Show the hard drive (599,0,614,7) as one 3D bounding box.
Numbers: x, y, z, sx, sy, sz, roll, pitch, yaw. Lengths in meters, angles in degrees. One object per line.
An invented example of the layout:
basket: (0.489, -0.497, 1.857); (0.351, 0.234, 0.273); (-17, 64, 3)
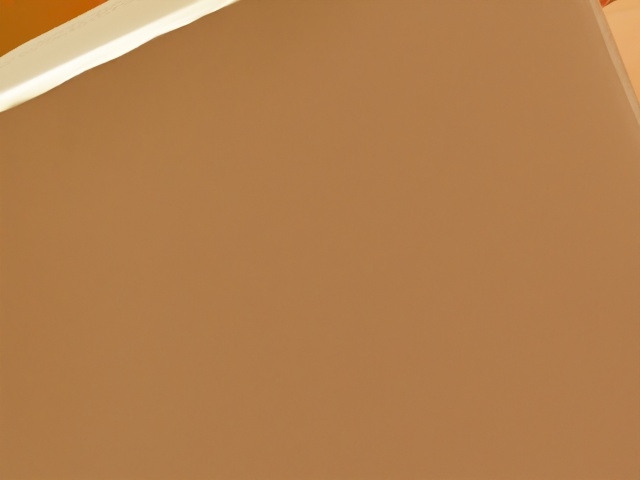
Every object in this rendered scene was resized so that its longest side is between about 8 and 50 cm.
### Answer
hard drive: (0.217, -0.235, 0.602); (0.054, 0.172, 0.255); (46, -46, 13)

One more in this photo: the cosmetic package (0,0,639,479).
cosmetic package: (0.000, 0.000, 0.653); (0.394, 0.327, 0.329); (-87, 153, -70)
